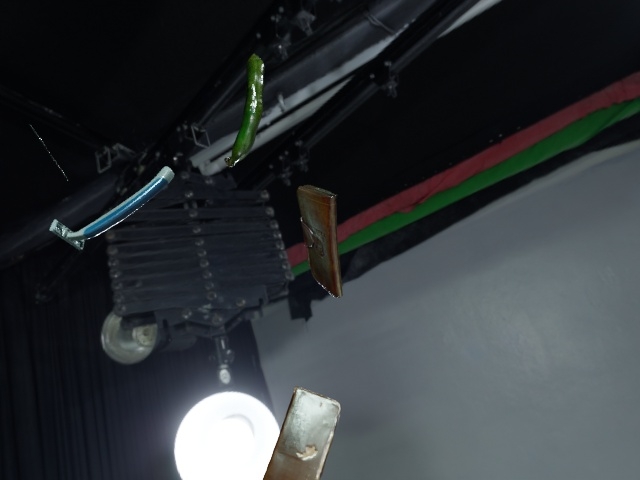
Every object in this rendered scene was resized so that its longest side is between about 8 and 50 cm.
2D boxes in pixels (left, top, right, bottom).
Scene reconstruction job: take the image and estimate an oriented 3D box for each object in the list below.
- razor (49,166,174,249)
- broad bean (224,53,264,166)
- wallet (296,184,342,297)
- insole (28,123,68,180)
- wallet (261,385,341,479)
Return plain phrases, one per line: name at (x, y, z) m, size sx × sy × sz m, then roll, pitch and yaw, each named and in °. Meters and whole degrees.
razor at (-0.308, -0.050, 0.675) m, size 0.191 × 0.037 × 0.068 m, roll -34°, pitch -26°, yaw -9°
broad bean at (-0.176, -0.316, 1.052) m, size 0.049 × 0.292 × 0.144 m, roll 12°, pitch 3°, yaw -30°
wallet at (0.000, 0.000, 1.013) m, size 0.031 × 0.137 × 0.255 m, roll -22°, pitch -60°, yaw -29°
insole at (-0.663, -0.213, 1.069) m, size 0.002 × 0.053 × 0.153 m, roll -37°, pitch -59°, yaw -25°
wallet at (-0.031, 0.338, 0.710) m, size 0.095 × 0.176 × 0.026 m, roll 10°, pitch -24°, yaw 25°
